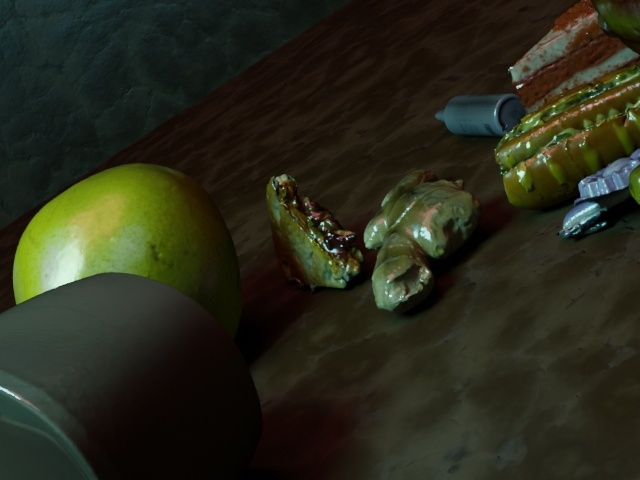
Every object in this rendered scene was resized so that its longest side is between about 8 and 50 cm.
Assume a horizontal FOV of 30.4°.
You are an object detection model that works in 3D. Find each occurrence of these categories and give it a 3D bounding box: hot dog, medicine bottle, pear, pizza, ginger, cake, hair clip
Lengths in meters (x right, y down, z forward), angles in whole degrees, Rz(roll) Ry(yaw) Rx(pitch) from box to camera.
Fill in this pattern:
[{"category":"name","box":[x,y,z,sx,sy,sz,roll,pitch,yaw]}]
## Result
[{"category":"hot dog","box":[0.310,-0.127,1.263,0.269,0.072,0.115,-29,47,14]},{"category":"medicine bottle","box":[0.209,-0.171,1.610,0.057,0.058,0.199,-39,18,-15]},{"category":"pear","box":[-0.219,0.072,1.398,0.285,0.285,0.336,-30,58,12]},{"category":"pizza","box":[0.001,0.001,1.473,0.069,0.154,0.194,-22,34,-27]},{"category":"ginger","box":[0.115,-0.024,1.381,0.148,0.081,0.334,-46,15,14]},{"category":"cake","box":[0.347,-0.224,1.361,0.262,0.158,0.159,-30,15,14]},{"category":"hair clip","box":[0.349,-0.079,1.141,0.292,0.084,0.106,-29,1,29]}]

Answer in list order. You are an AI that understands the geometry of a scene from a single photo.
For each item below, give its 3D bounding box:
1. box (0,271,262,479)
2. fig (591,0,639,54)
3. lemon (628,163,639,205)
[{"category":"box","box":[-0.207,0.176,1.102,0.301,0.301,0.216,-12,21,47]},{"category":"fig","box":[0.380,-0.263,1.139,0.263,0.224,0.224,19,50,34]},{"category":"lemon","box":[0.357,-0.059,0.906,0.248,0.184,0.184,-18,17,-8]}]
